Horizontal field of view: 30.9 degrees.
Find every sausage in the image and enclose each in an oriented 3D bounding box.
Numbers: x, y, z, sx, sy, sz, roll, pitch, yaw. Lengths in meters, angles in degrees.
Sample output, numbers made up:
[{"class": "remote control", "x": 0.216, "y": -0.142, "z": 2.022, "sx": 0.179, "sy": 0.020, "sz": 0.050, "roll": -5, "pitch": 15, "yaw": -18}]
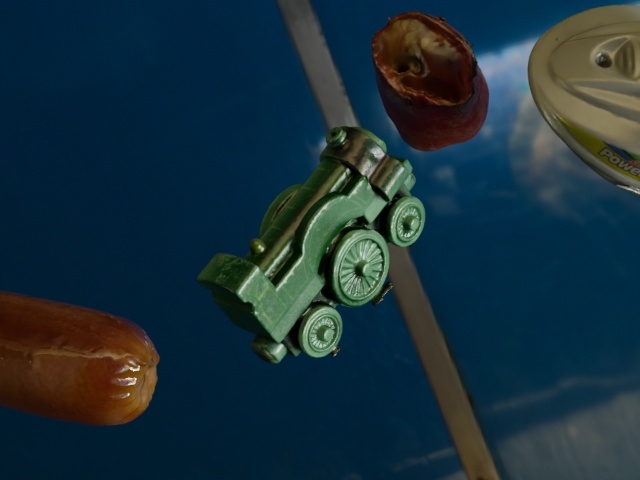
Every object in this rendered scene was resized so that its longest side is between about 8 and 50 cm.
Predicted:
[{"class": "sausage", "x": -0.254, "y": 0.074, "z": 0.844, "sx": 0.300, "sy": 0.083, "sz": 0.089, "roll": 9, "pitch": -174, "yaw": 21}]

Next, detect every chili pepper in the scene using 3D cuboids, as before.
[{"class": "chili pepper", "x": 0.091, "y": -0.116, "z": 0.922, "sx": 0.084, "sy": 0.192, "sz": 0.086, "roll": -16, "pitch": -103, "yaw": 7}]

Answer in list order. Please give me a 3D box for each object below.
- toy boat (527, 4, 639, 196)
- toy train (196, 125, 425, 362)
[{"class": "toy boat", "x": 0.272, "y": -0.083, "z": 0.775, "sx": 0.141, "sy": 0.269, "sz": 0.141, "roll": -35, "pitch": -135, "yaw": 44}, {"class": "toy train", "x": 0.000, "y": 0.000, "z": 0.810, "sx": 0.071, "sy": 0.104, "sz": 0.178, "roll": 17, "pitch": -118, "yaw": 47}]
